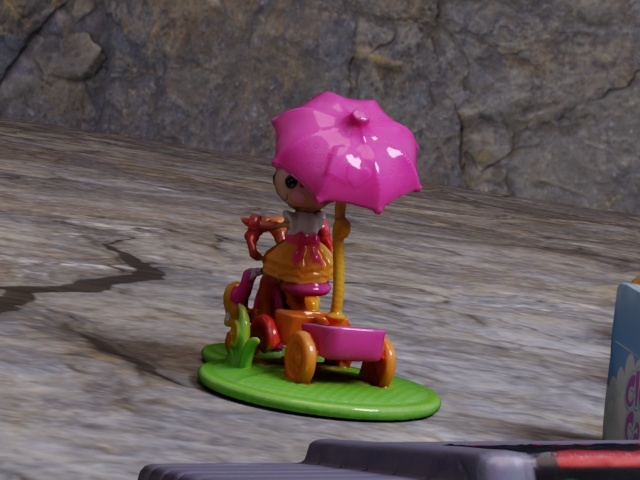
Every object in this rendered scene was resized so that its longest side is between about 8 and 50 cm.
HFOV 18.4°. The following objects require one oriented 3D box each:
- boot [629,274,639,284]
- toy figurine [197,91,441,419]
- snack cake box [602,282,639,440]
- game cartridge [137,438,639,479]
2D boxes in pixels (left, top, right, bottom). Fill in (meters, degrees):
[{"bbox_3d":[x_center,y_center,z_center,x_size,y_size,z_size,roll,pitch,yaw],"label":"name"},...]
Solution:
[{"bbox_3d":[0.275,0.047,1.321,0.295,0.104,0.211,9,-2,-38],"label":"boot"},{"bbox_3d":[0.000,0.000,1.056,0.130,0.159,0.173,5,6,-25],"label":"toy figurine"},{"bbox_3d":[0.228,0.084,0.876,0.152,0.089,0.264,5,6,-4],"label":"snack cake box"},{"bbox_3d":[0.133,0.083,0.565,0.355,0.068,0.230,1,-9,-11],"label":"game cartridge"}]
